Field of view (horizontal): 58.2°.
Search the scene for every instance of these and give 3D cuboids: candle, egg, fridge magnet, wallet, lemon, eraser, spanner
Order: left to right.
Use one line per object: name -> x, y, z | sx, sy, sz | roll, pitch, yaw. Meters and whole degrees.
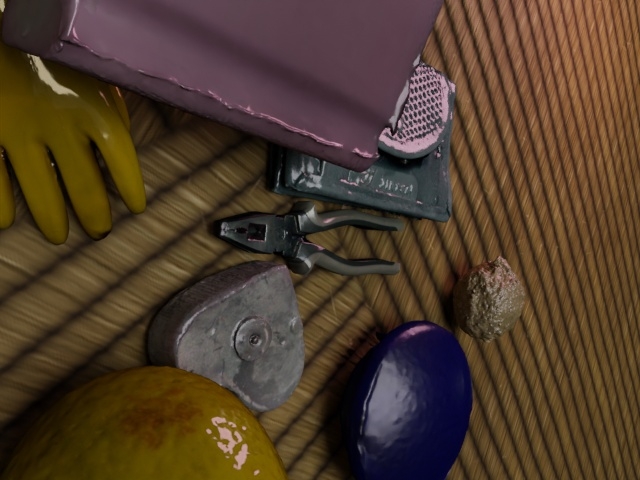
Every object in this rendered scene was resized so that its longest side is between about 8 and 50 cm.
lemon -> -0.143, 0.242, 0.488 | 0.267, 0.267, 0.268 | -4, 96, -42
candle -> -0.090, 0.101, 0.655 | 0.192, 0.068, 0.169 | 34, 72, -43
eraser -> -0.042, -0.229, 0.498 | 0.359, 0.122, 0.273 | 9, 105, -51
spanner -> 0.000, 0.000, 0.750 | 0.324, 0.040, 0.096 | 6, 88, -44
wallet -> 0.085, -0.159, 0.798 | 0.342, 0.075, 0.237 | 8, 85, -42
fridge magnet -> 0.128, 0.248, 0.836 | 0.265, 0.112, 0.266 | -3, 94, -43
egg -> 0.281, 0.099, 0.965 | 0.118, 0.116, 0.140 | 53, 55, -65

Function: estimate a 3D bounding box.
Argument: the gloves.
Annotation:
gloves -> -0.243, -0.130, 0.494 | 0.132, 0.116, 0.295 | -14, 114, -13
